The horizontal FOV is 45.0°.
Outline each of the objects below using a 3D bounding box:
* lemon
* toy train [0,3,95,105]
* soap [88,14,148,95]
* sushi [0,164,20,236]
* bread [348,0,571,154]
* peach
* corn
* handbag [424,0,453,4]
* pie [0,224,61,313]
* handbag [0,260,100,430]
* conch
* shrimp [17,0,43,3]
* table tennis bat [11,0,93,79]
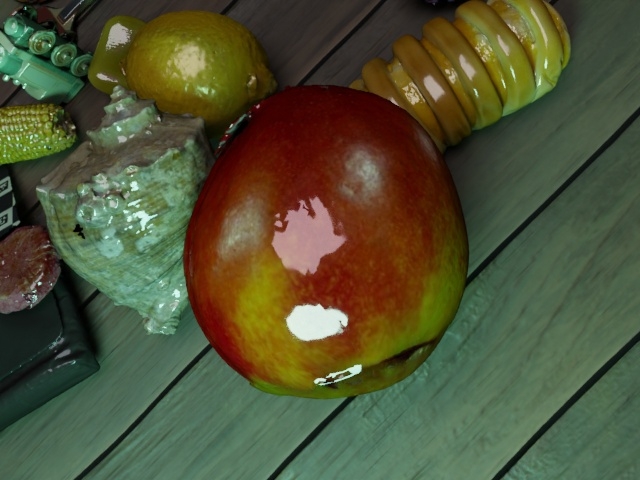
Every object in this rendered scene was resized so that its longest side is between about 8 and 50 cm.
[{"bbox_3d":[-0.179,-0.243,1.139,0.256,0.188,0.188,13,81,15],"label":"lemon"},{"bbox_3d":[-0.447,-0.288,1.231,0.081,0.194,0.125,45,99,18],"label":"toy train"},{"bbox_3d":[-0.323,-0.300,1.263,0.089,0.045,0.140,17,79,-4],"label":"soap"},{"bbox_3d":[-0.580,-0.017,1.282,0.210,0.040,0.193,-35,48,3],"label":"sushi"},{"bbox_3d":[0.188,-0.231,1.056,0.311,0.121,0.173,-32,69,7],"label":"bread"},{"bbox_3d":[0.000,0.000,0.935,0.370,0.370,0.370,-4,76,16],"label":"peach"},{"bbox_3d":[-0.543,-0.173,1.281,0.293,0.106,0.106,-6,75,16],"label":"corn"},{"bbox_3d":[0.188,-0.454,1.107,0.228,0.127,0.208,-27,77,9],"label":"handbag"},{"bbox_3d":[-0.457,0.042,1.172,0.153,0.038,0.153,-11,60,19],"label":"pie"},{"bbox_3d":[-0.473,0.163,1.193,0.247,0.080,0.223,-32,60,4],"label":"handbag"},{"bbox_3d":[-0.285,-0.037,1.068,0.297,0.210,0.352,21,106,50],"label":"conch"},{"bbox_3d":[-0.534,-0.529,1.386,0.150,0.068,0.249,-37,74,11],"label":"shrimp"},{"bbox_3d":[-0.469,-0.365,1.347,0.220,0.019,0.130,-43,68,5],"label":"table tennis bat"}]
